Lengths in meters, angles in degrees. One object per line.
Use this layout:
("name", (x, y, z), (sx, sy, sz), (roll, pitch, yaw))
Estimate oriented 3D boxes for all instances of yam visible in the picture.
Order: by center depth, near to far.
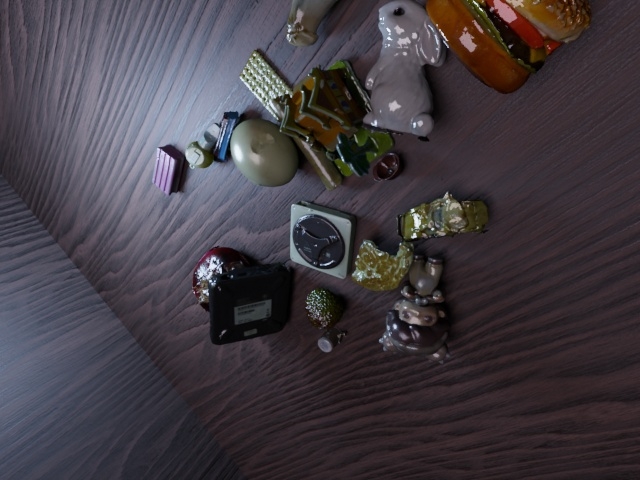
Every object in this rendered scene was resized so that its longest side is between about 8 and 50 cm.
("yam", (-0.046, -0.342, 1.502), (0.083, 0.083, 0.372), (-31, 98, 39))

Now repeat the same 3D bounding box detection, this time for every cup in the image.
("cup", (0.053, 0.424, 1.810), (0.102, 0.099, 0.074), (12, 119, 28))

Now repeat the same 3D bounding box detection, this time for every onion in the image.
("onion", (-0.433, 0.179, 1.938), (0.313, 0.232, 0.315), (0, 89, 26))

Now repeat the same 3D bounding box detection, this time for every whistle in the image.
("whistle", (-0.475, -0.387, 1.764), (0.123, 0.123, 0.223), (42, 109, 8))

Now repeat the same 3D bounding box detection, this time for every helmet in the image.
("helmet", (0.231, -0.233, 1.399), (0.111, 0.057, 0.089), (-23, 63, 44))

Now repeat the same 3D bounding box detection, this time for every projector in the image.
("projector", (0.000, 0.000, 1.647), (0.256, 0.079, 0.259), (18, 123, 24))

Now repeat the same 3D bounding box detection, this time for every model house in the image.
("model house", (0.015, -0.337, 1.328), (0.242, 0.312, 0.358), (-26, 98, 41))

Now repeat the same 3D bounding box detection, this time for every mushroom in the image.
("mushroom", (0.030, -0.736, 1.240), (0.396, 0.126, 0.177), (-26, 106, 35))

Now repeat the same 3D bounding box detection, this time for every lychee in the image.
("lychee", (0.014, 0.273, 1.732), (0.171, 0.171, 0.171), (14, 120, 27))

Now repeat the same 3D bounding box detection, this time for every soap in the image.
("soap", (-0.694, -0.321, 1.946), (0.122, 0.065, 0.203), (37, 127, 12))

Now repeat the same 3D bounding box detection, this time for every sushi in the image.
("sushi", (0.379, -0.072, 1.348), (0.290, 0.131, 0.139), (-9, 85, 43))

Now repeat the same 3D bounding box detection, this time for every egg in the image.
("egg", (-0.201, -0.313, 1.534), (0.269, 0.219, 0.219), (40, 128, 7))

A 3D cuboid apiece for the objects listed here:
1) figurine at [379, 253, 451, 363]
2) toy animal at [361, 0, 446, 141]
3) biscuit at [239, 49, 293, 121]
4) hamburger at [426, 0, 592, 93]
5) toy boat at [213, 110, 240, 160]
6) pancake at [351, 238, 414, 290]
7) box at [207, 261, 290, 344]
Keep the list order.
("figurine", (0.342, 0.234, 1.483), (0.247, 0.203, 0.382), (7, 103, 13))
("toy animal", (0.243, -0.477, 1.202), (0.257, 0.193, 0.358), (23, 116, 33))
("biscuit", (-0.191, -0.557, 1.539), (0.231, 0.016, 0.139), (50, 130, 3))
("hamburger", (0.422, -0.521, 0.967), (0.330, 0.330, 0.250), (51, 127, 1))
("toy boat", (-0.355, -0.404, 1.680), (0.096, 0.100, 0.223), (14, 133, -17))
("pancake", (0.206, 0.080, 1.507), (0.376, 0.054, 0.198), (-23, 93, 56))
("box", (-0.296, 0.273, 1.813), (0.091, 0.358, 0.351), (46, 138, 51))
